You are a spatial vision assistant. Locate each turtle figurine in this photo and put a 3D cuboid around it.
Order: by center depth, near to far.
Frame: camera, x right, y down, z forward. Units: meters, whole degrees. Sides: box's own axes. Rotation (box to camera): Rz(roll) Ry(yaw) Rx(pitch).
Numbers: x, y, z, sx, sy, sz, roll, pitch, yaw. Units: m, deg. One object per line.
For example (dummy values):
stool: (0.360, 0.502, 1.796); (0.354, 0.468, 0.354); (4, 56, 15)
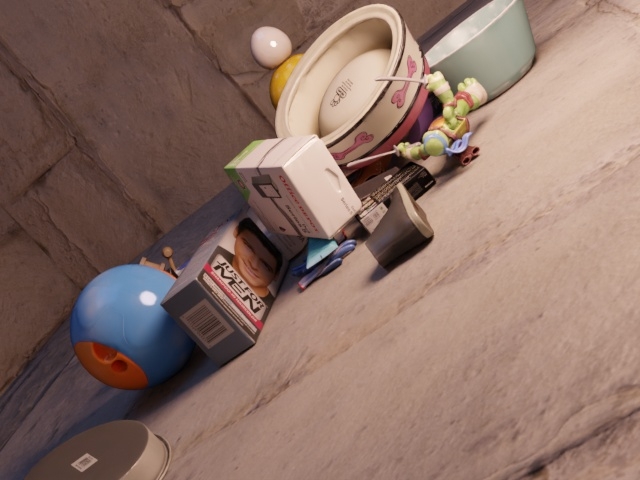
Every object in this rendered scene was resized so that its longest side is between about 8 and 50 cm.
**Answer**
turtle figurine: (0.227, -0.272, 1.746); (0.274, 0.198, 0.266); (7, 24, 30)

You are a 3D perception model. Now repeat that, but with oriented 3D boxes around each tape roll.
tape roll: (0.187, -0.319, 2.091); (0.189, 0.189, 0.080); (-25, 20, 48)

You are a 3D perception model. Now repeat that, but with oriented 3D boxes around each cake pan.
cake pan: (-0.409, 0.416, 1.447); (0.293, 0.054, 0.293); (-19, 19, 7)

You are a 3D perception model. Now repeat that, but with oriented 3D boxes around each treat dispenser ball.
treat dispenser ball: (-0.424, 0.198, 1.873); (0.288, 0.288, 0.288); (-38, 14, 11)

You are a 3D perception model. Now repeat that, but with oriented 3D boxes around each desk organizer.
desk organizer: (0.132, -0.111, 1.868); (0.130, 0.050, 0.047); (-27, 44, -13)

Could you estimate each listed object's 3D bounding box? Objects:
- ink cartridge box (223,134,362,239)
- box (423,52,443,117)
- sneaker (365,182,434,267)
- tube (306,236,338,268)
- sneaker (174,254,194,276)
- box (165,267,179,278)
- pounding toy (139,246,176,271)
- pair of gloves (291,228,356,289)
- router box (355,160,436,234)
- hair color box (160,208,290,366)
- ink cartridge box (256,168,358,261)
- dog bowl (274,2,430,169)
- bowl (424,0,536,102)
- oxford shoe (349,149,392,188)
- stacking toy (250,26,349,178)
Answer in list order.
ink cartridge box: (-0.064, -0.117, 1.806); (0.115, 0.198, 0.272); (-44, 24, -22)
box: (0.225, -0.384, 2.215); (0.231, 0.183, 0.056); (-40, 14, 3)
sneaker: (0.134, -0.032, 1.541); (0.118, 0.083, 0.222); (-38, 15, 11)
tube: (0.000, 0.000, 1.797); (0.080, 0.052, 0.207); (-40, 16, 12)
sneaker: (-0.379, 0.118, 2.408); (0.315, 0.127, 0.182); (-18, 22, 43)
box: (-0.396, 0.183, 2.127); (0.156, 0.158, 0.093); (-41, 14, -3)
pounding toy: (-0.517, 0.147, 2.608); (0.154, 0.154, 0.270); (154, 132, -79)
pair of gloves: (0.005, 0.040, 1.792); (0.159, 0.023, 0.198); (-40, 13, 2)
router box: (0.154, -0.094, 1.764); (0.179, 0.046, 0.133); (-39, 13, 2)
hair color box: (-0.199, 0.093, 1.821); (0.113, 0.185, 0.374); (-35, 14, 21)
ink cartridge box: (-0.018, -0.085, 2.112); (0.385, 0.091, 0.308); (-36, 13, 15)
dog bowl: (0.083, -0.345, 1.928); (0.408, 0.150, 0.408); (-30, 43, 33)
bowl: (0.395, -0.444, 1.985); (0.311, 0.163, 0.311); (-37, 14, 11)
oxford shoe: (0.135, -0.165, 2.008); (0.076, 0.076, 0.212); (-12, 41, 50)
stacking toy: (-0.028, -0.424, 2.384); (0.350, 0.480, 0.351); (-37, 14, 11)
